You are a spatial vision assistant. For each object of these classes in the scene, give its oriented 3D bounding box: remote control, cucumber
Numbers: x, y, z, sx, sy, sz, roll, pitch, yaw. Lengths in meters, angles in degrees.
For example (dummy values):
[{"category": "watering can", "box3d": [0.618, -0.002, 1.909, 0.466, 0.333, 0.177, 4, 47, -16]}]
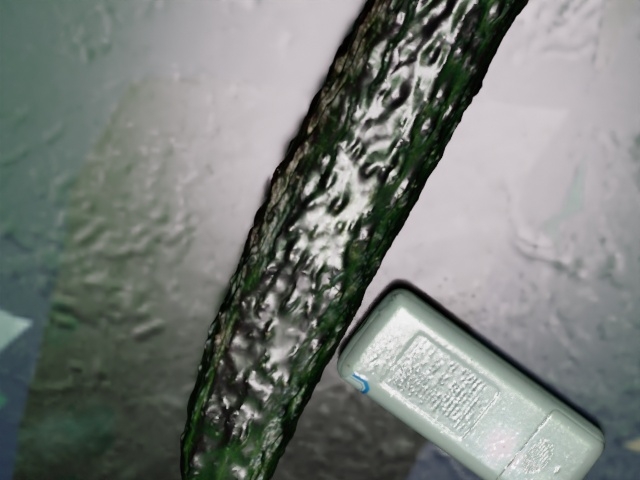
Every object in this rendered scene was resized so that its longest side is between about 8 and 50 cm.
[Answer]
[{"category": "remote control", "box3d": [0.068, 0.074, 0.859, 0.124, 0.018, 0.053, 35, 101, -6]}, {"category": "cucumber", "box3d": [0.000, 0.000, 0.822, 0.067, 0.067, 0.293, 26, 104, -4]}]
